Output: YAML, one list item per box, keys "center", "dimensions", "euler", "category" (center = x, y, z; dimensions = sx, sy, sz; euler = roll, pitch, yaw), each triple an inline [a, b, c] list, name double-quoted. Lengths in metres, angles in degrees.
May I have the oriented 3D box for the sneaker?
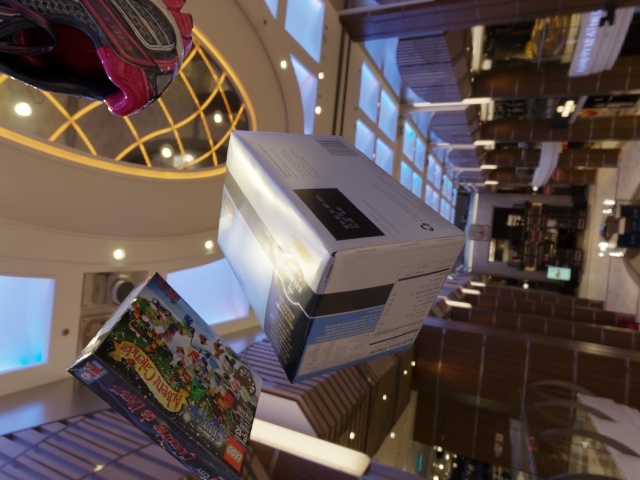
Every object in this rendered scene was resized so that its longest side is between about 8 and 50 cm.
- center: [-0.255, -0.187, 0.295]
  dimensions: [0.121, 0.298, 0.112]
  euler: [117, 163, -55]
  category: "sneaker"

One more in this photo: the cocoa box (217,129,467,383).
- center: [0.000, 0.000, 0.647]
  dimensions: [0.231, 0.347, 0.228]
  euler: [-6, -52, -31]
  category: "cocoa box"

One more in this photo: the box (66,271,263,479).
- center: [-0.172, 0.172, 0.512]
  dimensions: [0.233, 0.044, 0.159]
  euler: [53, -163, -21]
  category: "box"
